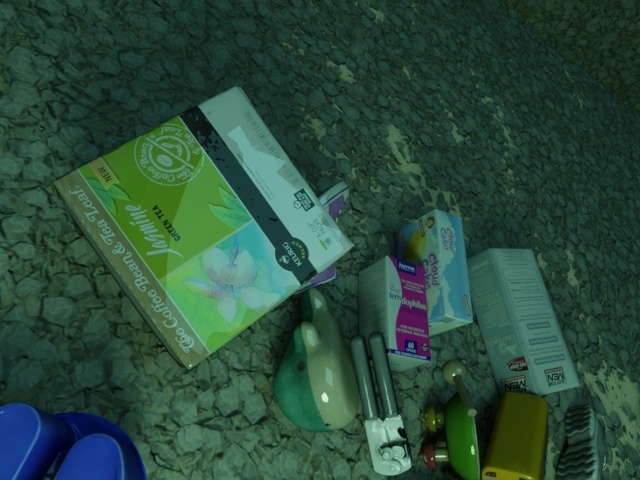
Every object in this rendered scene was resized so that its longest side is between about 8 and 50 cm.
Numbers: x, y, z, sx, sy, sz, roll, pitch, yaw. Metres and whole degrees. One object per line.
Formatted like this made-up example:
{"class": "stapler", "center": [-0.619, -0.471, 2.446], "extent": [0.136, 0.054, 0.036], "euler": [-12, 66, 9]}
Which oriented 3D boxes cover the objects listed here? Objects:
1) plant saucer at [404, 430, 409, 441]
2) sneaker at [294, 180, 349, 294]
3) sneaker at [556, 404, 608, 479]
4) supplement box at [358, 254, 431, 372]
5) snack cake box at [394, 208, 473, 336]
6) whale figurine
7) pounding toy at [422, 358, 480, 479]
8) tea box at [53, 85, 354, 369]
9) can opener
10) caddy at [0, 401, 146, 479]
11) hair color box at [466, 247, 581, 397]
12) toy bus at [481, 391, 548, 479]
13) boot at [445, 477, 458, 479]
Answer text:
{"class": "plant saucer", "center": [0.145, 0.415, 1.042], "extent": [0.084, 0.013, 0.083], "euler": [15, 59, -27]}
{"class": "sneaker", "center": [-0.001, 0.000, 1.104], "extent": [0.161, 0.102, 0.282], "euler": [48, 61, -9]}
{"class": "sneaker", "center": [0.674, 0.552, 1.269], "extent": [0.115, 0.105, 0.281], "euler": [42, 51, -9]}
{"class": "supplement box", "center": [0.157, 0.160, 1.114], "extent": [0.111, 0.114, 0.220], "euler": [16, 58, -26]}
{"class": "snack cake box", "center": [0.259, 0.078, 1.196], "extent": [0.089, 0.152, 0.264], "euler": [16, 59, -26]}
{"class": "whale figurine", "center": [-0.018, 0.223, 0.962], "extent": [0.216, 0.141, 0.272], "euler": [62, 14, -45]}
{"class": "pounding toy", "center": [0.262, 0.386, 1.065], "extent": [0.183, 0.110, 0.236], "euler": [-73, 155, -65]}
{"class": "tea box", "center": [-0.188, -0.013, 0.853], "extent": [0.324, 0.220, 0.329], "euler": [-37, 90, -22]}
{"class": "can opener", "center": [0.115, 0.316, 0.994], "extent": [0.093, 0.074, 0.280], "euler": [-22, 99, -80]}
{"class": "caddy", "center": [-0.367, 0.370, 0.622], "extent": [0.241, 0.179, 0.341], "euler": [20, 54, 4]}
{"class": "hair color box", "center": [0.513, 0.211, 1.326], "extent": [0.185, 0.114, 0.374], "euler": [1, 66, -33]}
{"class": "toy bus", "center": [0.408, 0.466, 1.065], "extent": [0.333, 0.108, 0.130], "euler": [-35, 122, -57]}
{"class": "boot", "center": [0.224, 0.582, 0.967], "extent": [0.179, 0.085, 0.236], "euler": [4, 65, -35]}
